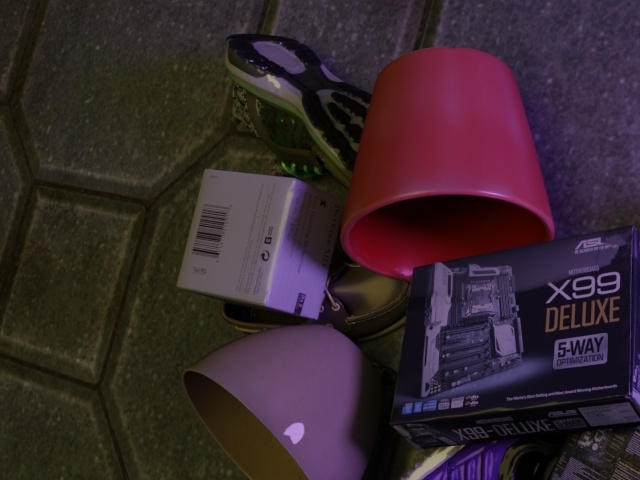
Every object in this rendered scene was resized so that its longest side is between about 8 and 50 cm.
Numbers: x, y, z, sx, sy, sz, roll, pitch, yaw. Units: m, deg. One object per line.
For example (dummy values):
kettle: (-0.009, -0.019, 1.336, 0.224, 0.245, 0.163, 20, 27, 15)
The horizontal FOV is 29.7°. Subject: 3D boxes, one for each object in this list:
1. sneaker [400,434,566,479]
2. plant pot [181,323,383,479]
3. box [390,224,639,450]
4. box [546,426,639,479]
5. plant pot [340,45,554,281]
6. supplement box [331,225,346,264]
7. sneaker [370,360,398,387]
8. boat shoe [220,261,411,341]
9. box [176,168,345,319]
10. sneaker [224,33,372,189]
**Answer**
sneaker: (0.199, 0.325, 1.531, 0.293, 0.102, 0.146, -51, 54, 14)
plant pot: (-0.024, 0.226, 1.656, 0.191, 0.284, 0.284, -40, 47, -22)
box: (0.250, 0.122, 1.490, 0.307, 0.076, 0.242, -12, 49, 30)
box: (0.376, 0.281, 1.422, 0.180, 0.077, 0.147, 28, 94, 40)
plant pot: (0.167, -0.104, 1.599, 0.275, 0.275, 0.243, -16, 57, 33)
supplement box: (0.000, 0.000, 1.780, 0.036, 0.098, 0.062, 17, 87, 40)
sneaker: (0.073, 0.187, 1.710, 0.083, 0.035, 0.031, 14, 86, 39)
boat shoe: (0.001, 0.087, 1.755, 0.324, 0.096, 0.117, -11, 70, 35)
box: (-0.085, 0.004, 1.703, 0.182, 0.119, 0.181, 8, 83, 39)
sneaker: (-0.010, -0.153, 1.842, 0.410, 0.158, 0.182, 47, 137, 35)
